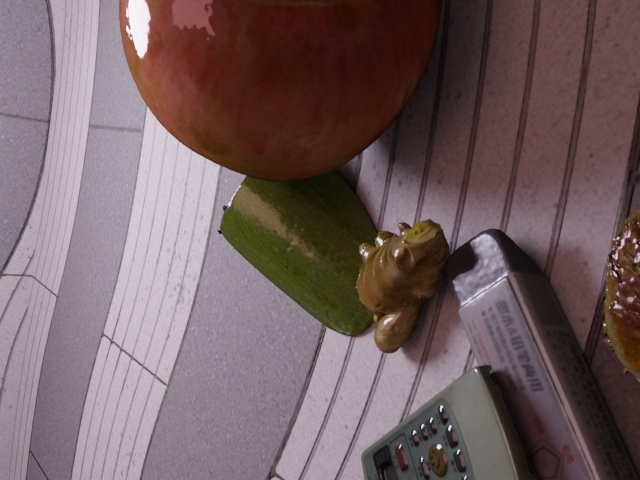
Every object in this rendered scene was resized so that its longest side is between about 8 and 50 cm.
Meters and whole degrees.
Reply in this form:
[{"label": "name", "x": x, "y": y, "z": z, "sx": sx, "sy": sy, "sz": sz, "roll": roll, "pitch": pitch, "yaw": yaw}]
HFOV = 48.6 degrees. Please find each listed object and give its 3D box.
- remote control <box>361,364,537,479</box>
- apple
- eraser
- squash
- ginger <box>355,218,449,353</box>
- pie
[{"label": "remote control", "x": 0.121, "y": 0.238, "z": 0.750, "sx": 0.285, "sy": 0.038, "sz": 0.123, "roll": 123, "pitch": 137, "yaw": -52}, {"label": "apple", "x": -0.046, "y": -0.243, "z": 0.835, "sx": 0.364, "sy": 0.363, "sz": 0.364, "roll": -10, "pitch": 78, "yaw": 53}, {"label": "eraser", "x": 0.213, "y": 0.153, "z": 0.669, "sx": 0.089, "sy": 0.061, "sz": 0.352, "roll": -44, "pitch": 52, "yaw": 43}, {"label": "squash", "x": 0.000, "y": 0.000, "z": 1.014, "sx": 0.260, "sy": 0.189, "sz": 0.189, "roll": 36, "pitch": 121, "yaw": 10}, {"label": "ginger", "x": 0.092, "y": 0.036, "z": 0.828, "sx": 0.115, "sy": 0.081, "sz": 0.205, "roll": -88, "pitch": 12, "yaw": -45}, {"label": "pie", "x": 0.299, "y": 0.040, "z": 0.555, "sx": 0.163, "sy": 0.079, "sz": 0.194, "roll": 14, "pitch": 97, "yaw": 50}]
